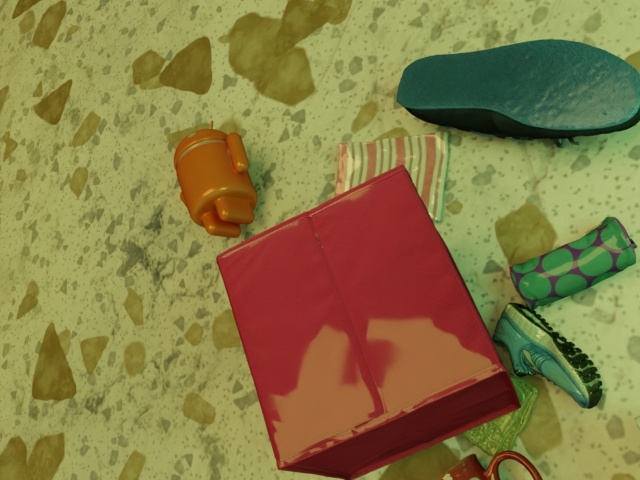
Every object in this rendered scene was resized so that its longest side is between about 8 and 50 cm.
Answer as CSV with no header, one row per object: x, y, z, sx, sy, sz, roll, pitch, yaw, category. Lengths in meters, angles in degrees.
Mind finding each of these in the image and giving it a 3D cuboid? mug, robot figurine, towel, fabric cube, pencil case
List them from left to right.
-0.193,-0.109,1.153,0.128,0.158,0.220,-16,62,-13,robot figurine
0.063,0.117,0.778,0.259,0.254,0.258,-26,62,8,fabric cube
0.105,-0.095,1.007,0.197,0.029,0.144,-1,77,34,towel
0.207,0.211,0.856,0.148,0.027,0.110,28,95,35,towel
0.212,0.349,0.759,0.169,0.113,0.150,48,127,30,mug
0.318,0.029,0.806,0.151,0.064,0.070,-31,47,25,pencil case

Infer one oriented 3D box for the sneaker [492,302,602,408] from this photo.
0.284,0.154,0.809,0.162,0.063,0.073,50,120,40,sneaker

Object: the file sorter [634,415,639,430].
0.457,0.249,0.577,0.173,0.192,0.278,-37,60,18,file sorter

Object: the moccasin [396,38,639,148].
0.272,-0.203,0.872,0.341,0.116,0.138,20,89,39,moccasin

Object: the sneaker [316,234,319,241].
0.000,0.000,1.020,0.232,0.081,0.091,-27,71,27,sneaker
